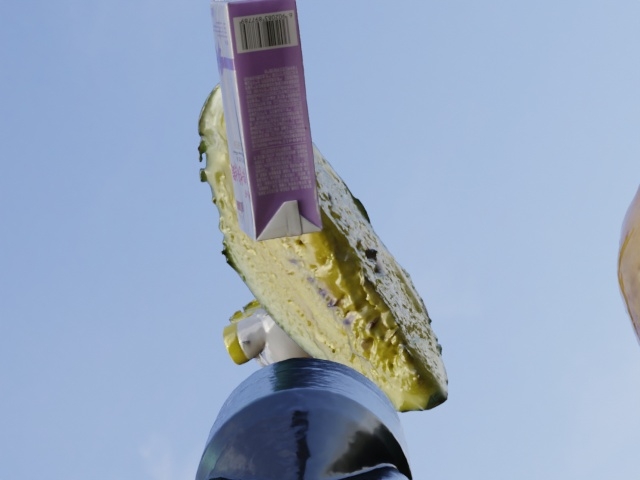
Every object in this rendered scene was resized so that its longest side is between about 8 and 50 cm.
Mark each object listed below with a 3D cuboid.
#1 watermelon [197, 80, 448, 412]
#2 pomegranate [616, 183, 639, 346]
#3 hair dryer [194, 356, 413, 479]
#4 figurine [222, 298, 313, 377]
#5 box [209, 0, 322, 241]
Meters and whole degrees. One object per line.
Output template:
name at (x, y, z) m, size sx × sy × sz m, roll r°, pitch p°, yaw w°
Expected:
watermelon at (0.000, 0.000, 1.516) m, size 0.123 × 0.301 × 0.129 m, roll -34°, pitch 4°, yaw -16°
pomegranate at (0.276, 0.017, 1.085) m, size 0.215 × 0.215 × 0.215 m, roll -37°, pitch -35°, yaw -32°
hair dryer at (-0.026, 0.220, 1.012) m, size 0.244 × 0.116 × 0.302 m, roll -54°, pitch -26°, yaw -86°
figurine at (-0.019, 0.128, 1.733) m, size 0.109 × 0.129 × 0.178 m, roll -33°, pitch -53°, yaw -50°
box at (-0.026, -0.060, 0.941) m, size 0.036 × 0.050 × 0.117 m, roll -9°, pitch -78°, yaw -11°
